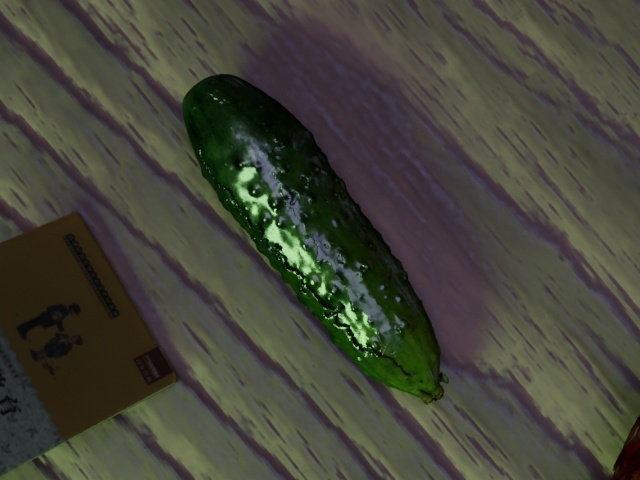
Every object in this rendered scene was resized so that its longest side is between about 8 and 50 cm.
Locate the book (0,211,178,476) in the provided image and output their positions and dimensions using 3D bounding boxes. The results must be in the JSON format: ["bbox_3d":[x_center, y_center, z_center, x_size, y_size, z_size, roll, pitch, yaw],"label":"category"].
[{"bbox_3d":[-0.171,0.062,0.902,0.172,0.012,0.118,-27,84,-42],"label":"book"}]

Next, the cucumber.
[{"bbox_3d":[0.000,0.000,0.937,0.069,0.069,0.227,-37,88,-4],"label":"cucumber"}]

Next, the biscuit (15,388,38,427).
[{"bbox_3d":[-0.341,0.160,0.920,0.379,0.054,0.094,-30,85,-3],"label":"biscuit"}]

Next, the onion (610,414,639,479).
[{"bbox_3d":[0.275,0.147,0.858,0.246,0.190,0.246,4,68,-9],"label":"onion"}]
